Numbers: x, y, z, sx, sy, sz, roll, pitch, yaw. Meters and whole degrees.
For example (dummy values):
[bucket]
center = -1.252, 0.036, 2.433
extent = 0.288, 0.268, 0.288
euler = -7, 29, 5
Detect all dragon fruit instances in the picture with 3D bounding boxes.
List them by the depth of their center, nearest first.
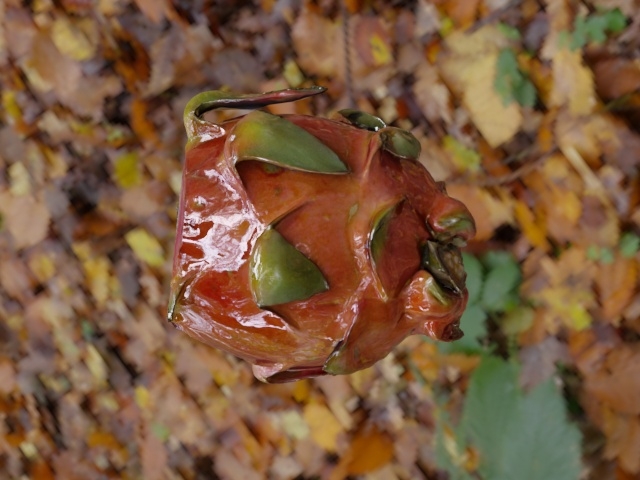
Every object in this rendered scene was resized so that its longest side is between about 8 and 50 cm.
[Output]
[dragon fruit]
center = -0.005, -0.002, 1.080
extent = 0.224, 0.227, 0.224
euler = 176, 90, -83
